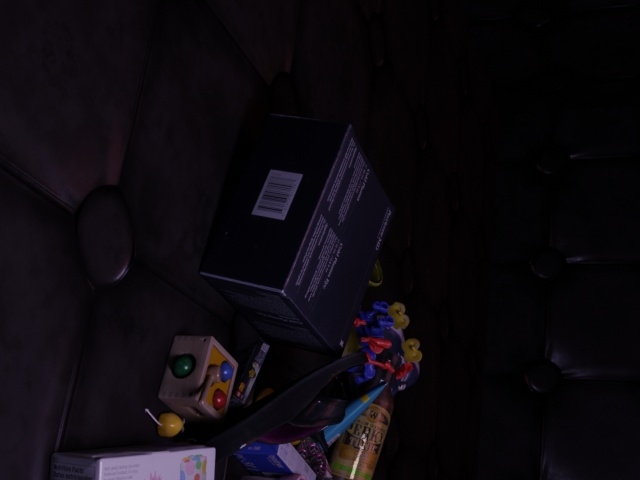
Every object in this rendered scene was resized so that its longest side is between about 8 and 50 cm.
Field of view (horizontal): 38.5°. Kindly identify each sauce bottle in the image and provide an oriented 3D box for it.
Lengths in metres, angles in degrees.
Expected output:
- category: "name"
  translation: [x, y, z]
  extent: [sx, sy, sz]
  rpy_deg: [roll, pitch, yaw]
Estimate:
- category: "sauce bottle"
  translation: [0.103, 0.422, 2.126]
  extent: [0.111, 0.111, 0.344]
  rpy_deg: [47, 58, -60]

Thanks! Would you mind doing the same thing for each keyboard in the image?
- category: "keyboard"
  translation: [-0.029, 0.357, 1.924]
  extent: [0.108, 0.023, 0.180]
  rpy_deg: [56, -7, 52]

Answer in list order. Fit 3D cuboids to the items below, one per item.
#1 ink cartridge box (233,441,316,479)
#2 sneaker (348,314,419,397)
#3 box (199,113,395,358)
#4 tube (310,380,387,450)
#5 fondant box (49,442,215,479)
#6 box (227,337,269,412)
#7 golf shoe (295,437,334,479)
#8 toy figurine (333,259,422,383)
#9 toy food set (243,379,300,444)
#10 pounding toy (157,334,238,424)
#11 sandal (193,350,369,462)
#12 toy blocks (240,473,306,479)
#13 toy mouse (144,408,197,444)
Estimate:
- category: "ink cartridge box"
  translation: [-0.087, 0.425, 1.742]
  extent: [0.207, 0.097, 0.046]
  rpy_deg: [63, 32, -50]
- category: "sneaker"
  translation: [0.151, 0.364, 2.345]
  extent: [0.323, 0.130, 0.236]
  rpy_deg: [68, 38, -51]
- category: "box"
  translation: [-0.029, -0.003, 1.716]
  extent: [0.343, 0.178, 0.312]
  rpy_deg: [-68, 151, -21]
- category: "tube"
  translation: [0.066, 0.381, 2.025]
  extent: [0.052, 0.207, 0.080]
  rpy_deg: [51, -7, -4]
- category: "fondant box"
  translation: [-0.259, 0.452, 1.252]
  extent: [0.238, 0.096, 0.330]
  rpy_deg: [14, 77, -57]
- category: "box"
  translation: [-0.147, 0.243, 1.603]
  extent: [0.027, 0.094, 0.137]
  rpy_deg: [41, 41, -17]
- category: "golf shoe"
  translation: [-0.016, 0.490, 1.988]
  extent: [0.086, 0.067, 0.186]
  rpy_deg: [-115, -174, -60]
- category: "toy figurine"
  translation: [0.061, 0.200, 2.116]
  extent: [0.191, 0.217, 0.363]
  rpy_deg: [5, 49, -32]
- category: "toy food set"
  translation: [-0.079, 0.358, 1.799]
  extent: [0.218, 0.071, 0.128]
  rpy_deg: [61, 35, -50]
- category: "pounding toy"
  translation: [-0.191, 0.228, 1.475]
  extent: [0.141, 0.100, 0.130]
  rpy_deg: [59, 36, -53]
- category: "sandal"
  translation: [-0.052, 0.311, 1.606]
  extent: [0.445, 0.167, 0.107]
  rpy_deg: [-24, 84, -52]
- category: "toy blocks"
  translation: [-0.071, 0.561, 1.554]
  extent: [0.309, 0.260, 0.289]
  rpy_deg: [15, 76, -68]
- category: "toy mouse"
  translation: [-0.234, 0.347, 1.455]
  extent: [0.161, 0.031, 0.143]
  rpy_deg: [37, 56, -64]
